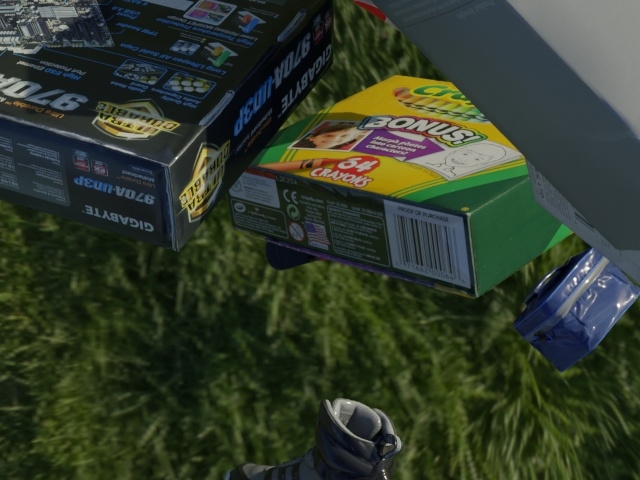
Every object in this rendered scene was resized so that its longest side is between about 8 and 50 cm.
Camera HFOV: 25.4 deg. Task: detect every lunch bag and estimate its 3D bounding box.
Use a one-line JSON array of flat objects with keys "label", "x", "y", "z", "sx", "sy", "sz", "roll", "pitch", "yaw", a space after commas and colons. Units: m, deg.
[{"label": "lunch bag", "x": 0.201, "y": 0.054, "z": 1.147, "sx": 0.065, "sy": 0.067, "sz": 0.098, "roll": 45, "pitch": 57, "yaw": 4}]

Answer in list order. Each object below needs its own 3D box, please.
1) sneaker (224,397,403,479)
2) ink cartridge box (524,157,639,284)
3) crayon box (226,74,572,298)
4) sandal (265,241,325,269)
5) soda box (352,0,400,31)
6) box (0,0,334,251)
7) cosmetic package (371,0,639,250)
[{"label": "sneaker", "x": -0.001, "y": 0.237, "z": 1.496, "sx": 0.268, "sy": 0.101, "sz": 0.153, "roll": 10, "pitch": 88, "yaw": 53}, {"label": "ink cartridge box", "x": 0.214, "y": -0.045, "z": 0.881, "sx": 0.065, "sy": 0.311, "sz": 0.186, "roll": -26, "pitch": 124, "yaw": -8}, {"label": "crayon box", "x": 0.125, "y": -0.078, "z": 1.615, "sx": 0.363, "sy": 0.313, "sz": 0.106, "roll": 15, "pitch": 124, "yaw": 41}, {"label": "sandal", "x": 0.000, "y": 0.000, "z": 1.927, "sx": 0.179, "sy": 0.040, "sz": 0.067, "roll": -20, "pitch": 84, "yaw": 23}, {"label": "soda box", "x": 0.092, "y": -0.294, "z": 1.534, "sx": 0.098, "sy": 0.286, "sz": 0.091, "roll": -4, "pitch": 73, "yaw": 39}, {"label": "box", "x": -0.126, "y": -0.089, "z": 0.694, "sx": 0.220, "sy": 0.175, "sz": 0.051, "roll": 15, "pitch": 131, "yaw": 18}, {"label": "cosmetic package", "x": 0.117, "y": -0.104, "z": 0.652, "sx": 0.238, "sy": 0.127, "sz": 0.107, "roll": 41, "pitch": 79, "yaw": -15}]
